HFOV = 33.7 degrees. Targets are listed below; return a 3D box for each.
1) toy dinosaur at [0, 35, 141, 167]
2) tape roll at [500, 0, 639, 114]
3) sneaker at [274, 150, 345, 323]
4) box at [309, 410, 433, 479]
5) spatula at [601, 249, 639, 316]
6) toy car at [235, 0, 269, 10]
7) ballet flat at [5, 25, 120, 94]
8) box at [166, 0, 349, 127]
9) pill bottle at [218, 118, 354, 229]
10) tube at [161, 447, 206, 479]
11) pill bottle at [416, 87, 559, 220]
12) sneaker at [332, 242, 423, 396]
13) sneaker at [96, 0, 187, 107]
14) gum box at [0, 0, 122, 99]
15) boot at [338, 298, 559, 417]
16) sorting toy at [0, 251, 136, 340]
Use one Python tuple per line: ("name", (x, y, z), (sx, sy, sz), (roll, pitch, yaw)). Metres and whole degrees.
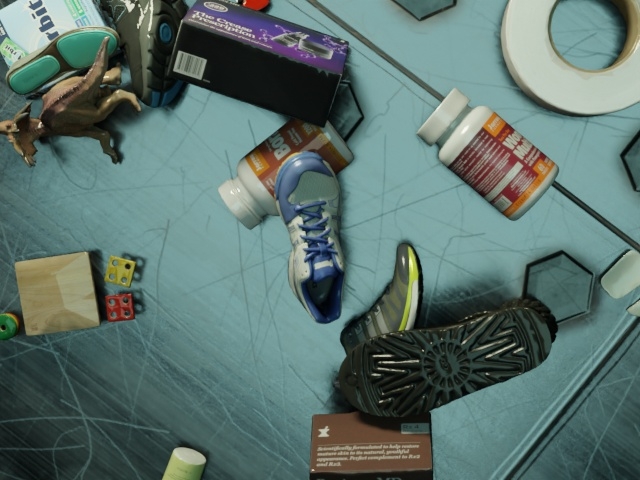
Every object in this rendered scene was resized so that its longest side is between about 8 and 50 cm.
("toy dinosaur", (-0.423, -0.213, 1.745), (0.200, 0.296, 0.127), (-7, 69, -31))
("tape roll", (0.442, -0.344, 1.731), (0.286, 0.100, 0.286), (0, 94, 4))
("sneaker", (0.000, 0.000, 1.720), (0.112, 0.131, 0.296), (-15, 124, -9))
("box", (0.093, 0.459, 1.719), (0.191, 0.143, 0.381), (-3, 122, 5))
("spatula", (0.614, 0.048, 1.788), (0.242, 0.019, 0.168), (-42, 89, 6))
("toy car", (-0.142, -0.531, 1.770), (0.239, 0.053, 0.225), (37, 82, -24))
("ballet flat", (-0.432, -0.313, 1.771), (0.213, 0.068, 0.072), (-23, 124, 11))
("box", (-0.095, -0.295, 1.710), (0.261, 0.184, 0.103), (18, 115, -4))
("pill bottle", (-0.061, -0.118, 1.775), (0.216, 0.121, 0.121), (-38, 91, 6))
("tube", (-0.267, 0.486, 1.871), (0.070, 0.062, 0.240), (31, 104, 42))
("pill bottle", (0.274, -0.144, 1.748), (0.221, 0.121, 0.121), (40, 96, 0))
("sneaker", (0.099, 0.147, 1.794), (0.121, 0.111, 0.299), (15, 93, 7))
("sneaker", (-0.308, -0.392, 1.792), (0.140, 0.125, 0.340), (-3, 92, 26))
("gum box", (-0.462, -0.354, 1.828), (0.184, 0.041, 0.156), (-26, 92, 7))
("boot", (0.216, 0.187, 1.710), (0.348, 0.260, 0.131), (-13, 88, 10))
("sorting toy", (-0.447, 0.091, 1.858), (0.275, 0.046, 0.132), (-9, 93, 5))
